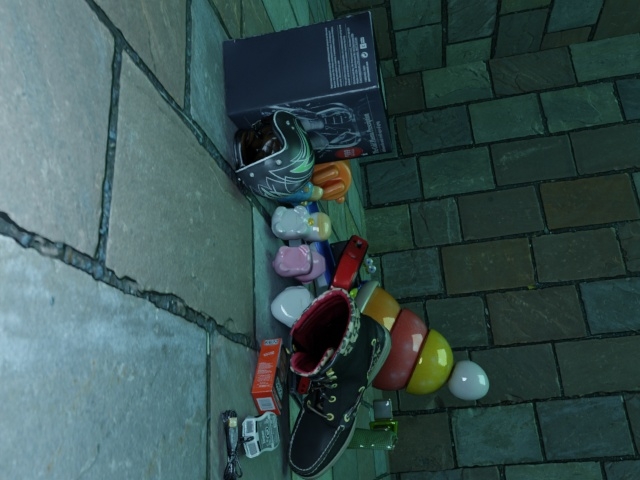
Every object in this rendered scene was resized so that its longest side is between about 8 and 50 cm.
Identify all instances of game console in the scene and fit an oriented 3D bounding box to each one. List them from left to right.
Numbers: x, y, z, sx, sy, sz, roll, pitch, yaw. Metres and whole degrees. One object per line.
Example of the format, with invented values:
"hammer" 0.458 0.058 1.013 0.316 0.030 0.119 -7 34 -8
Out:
"game console" 0.031 0.169 1.447 0.386 0.060 0.341 -46 158 -77

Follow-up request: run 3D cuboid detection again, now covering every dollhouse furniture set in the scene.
"dollhouse furniture set" 0.138 0.563 1.785 0.301 0.198 0.151 47 38 -74

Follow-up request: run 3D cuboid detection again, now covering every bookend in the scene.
"bookend" 0.091 0.084 1.879 0.157 0.072 0.156 20 58 -78

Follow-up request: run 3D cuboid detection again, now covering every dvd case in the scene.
"dvd case" -0.040 0.357 1.458 0.221 0.018 0.164 70 15 -51

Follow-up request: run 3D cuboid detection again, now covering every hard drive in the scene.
"hard drive" -0.023 -0.043 1.563 0.210 0.040 0.318 -34 108 -82

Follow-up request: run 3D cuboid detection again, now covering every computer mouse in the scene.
"computer mouse" -0.120 0.336 0.962 0.193 0.042 0.106 34 45 -70

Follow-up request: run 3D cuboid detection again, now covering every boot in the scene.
"boot" 0.007 0.294 1.172 0.377 0.138 0.284 -57 149 -14

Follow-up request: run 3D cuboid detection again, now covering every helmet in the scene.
"helmet" -0.092 -0.163 1.149 0.169 0.170 0.161 49 33 -73

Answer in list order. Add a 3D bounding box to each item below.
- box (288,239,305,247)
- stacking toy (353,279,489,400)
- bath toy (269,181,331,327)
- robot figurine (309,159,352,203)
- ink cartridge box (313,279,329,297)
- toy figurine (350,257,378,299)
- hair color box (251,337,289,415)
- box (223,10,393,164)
"box" -0.051 0.019 1.599 0.186 0.038 0.145 48 34 -71
"stacking toy" 0.280 0.364 1.748 0.350 0.480 0.350 -62 169 -21
"bath toy" -0.050 0.040 1.343 0.129 0.152 0.348 120 -28 -69
"robot figurine" 0.021 -0.190 1.553 0.128 0.158 0.219 -60 -169 21
"ink cartridge box" 0.022 0.130 1.850 0.150 0.063 0.109 -61 140 -73
"toy figurine" 0.100 0.246 2.116 0.217 0.191 0.362 -32 112 -46
"hair color box" -0.097 0.269 1.126 0.141 0.043 0.072 -84 163 -55
"box" -0.011 -0.314 1.284 0.343 0.313 0.178 47 37 -72
